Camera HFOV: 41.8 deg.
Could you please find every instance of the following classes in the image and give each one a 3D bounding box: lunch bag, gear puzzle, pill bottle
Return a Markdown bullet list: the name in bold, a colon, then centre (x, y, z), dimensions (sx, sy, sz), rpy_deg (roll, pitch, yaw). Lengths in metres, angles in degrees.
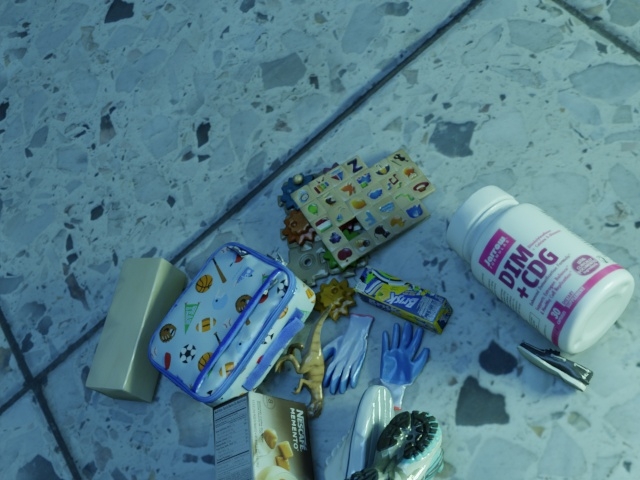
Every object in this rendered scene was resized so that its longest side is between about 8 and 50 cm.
- **lunch bag**: centre (-0.158, 0.153, 1.543), dimensions (0.243, 0.115, 0.303), rpy_deg (27, 78, 42)
- **gear puzzle**: centre (0.000, 0.000, 1.615), dimensions (0.175, 0.044, 0.339), rpy_deg (-15, 59, 15)
- **pill bottle**: centre (0.351, 0.040, 1.375), dimensions (0.160, 0.160, 0.283), rpy_deg (-45, 56, -4)

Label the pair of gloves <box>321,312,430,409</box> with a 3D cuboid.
- **pair of gloves**: centre (0.090, 0.208, 1.483), dimensions (0.198, 0.023, 0.159), rpy_deg (11, 69, 27)

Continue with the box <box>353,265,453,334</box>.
- **box**: centre (0.146, 0.105, 1.489), dimensions (0.168, 0.059, 0.054), rpy_deg (23, 74, 31)

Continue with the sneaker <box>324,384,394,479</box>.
- **sneaker**: centre (0.052, 0.361, 1.375), dimensions (0.091, 0.094, 0.258), rpy_deg (-2, 62, 37)

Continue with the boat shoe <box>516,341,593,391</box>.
- **boat shoe**: centre (0.378, 0.195, 1.351), dimensions (0.125, 0.046, 0.038), rpy_deg (31, 79, 29)

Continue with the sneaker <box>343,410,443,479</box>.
- **sneaker**: centre (0.105, 0.400, 1.280), dimensions (0.110, 0.122, 0.283), rpy_deg (15, 48, 46)

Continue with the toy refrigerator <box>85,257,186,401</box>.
- **toy refrigerator**: centre (-0.358, 0.175, 1.653), dimensions (0.102, 0.094, 0.270), rpy_deg (-2, 63, 30)

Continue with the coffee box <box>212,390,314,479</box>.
- **coffee box**: centre (-0.091, 0.390, 1.385), dimensions (0.098, 0.141, 0.247), rpy_deg (-30, 53, 34)

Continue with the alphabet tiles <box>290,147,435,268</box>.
- **alphabet tiles**: centre (0.090, -0.079, 1.608), dimensions (0.237, 0.009, 0.198), rpy_deg (-31, 60, -8)

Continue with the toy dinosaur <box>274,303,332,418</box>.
- **toy dinosaur**: centre (-0.018, 0.208, 1.496), dimensions (0.112, 0.064, 0.212), rpy_deg (5, 96, 30)
